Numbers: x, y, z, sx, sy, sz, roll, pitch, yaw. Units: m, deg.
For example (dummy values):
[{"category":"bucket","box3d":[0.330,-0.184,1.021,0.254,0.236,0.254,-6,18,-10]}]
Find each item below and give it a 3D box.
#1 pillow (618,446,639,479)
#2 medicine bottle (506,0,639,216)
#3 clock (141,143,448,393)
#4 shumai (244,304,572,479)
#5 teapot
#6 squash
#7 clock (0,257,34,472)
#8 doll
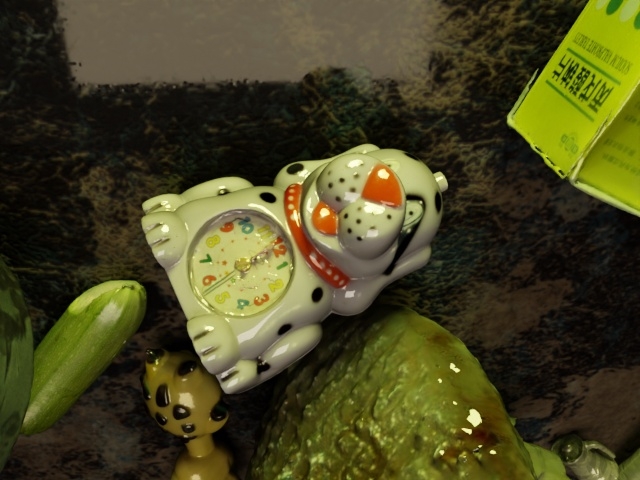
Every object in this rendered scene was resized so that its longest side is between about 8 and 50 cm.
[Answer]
[{"category":"pillow","box3d":[0.498,0.281,0.828,0.144,0.078,0.254,20,118,-18]},{"category":"medicine bottle","box3d":[0.283,-0.149,0.488,0.141,0.137,0.250,19,118,-18]},{"category":"clock","box3d":[-0.003,0.001,0.546,0.253,0.189,0.189,-25,122,3]},{"category":"shumai","box3d":[0.123,0.279,0.636,0.323,0.398,0.324,25,122,-40]},{"category":"teapot","box3d":[0.352,0.292,0.834,0.083,0.057,0.067,36,117,-20]},{"category":"squash","box3d":[-0.255,0.120,0.643,0.069,0.069,0.239,34,113,-25]},{"category":"clock","box3d":[-0.392,0.110,0.483,0.318,0.319,0.066,-8,158,-1]},{"category":"doll","box3d":[-0.143,0.234,0.721,0.117,0.086,0.291,19,132,30]}]
